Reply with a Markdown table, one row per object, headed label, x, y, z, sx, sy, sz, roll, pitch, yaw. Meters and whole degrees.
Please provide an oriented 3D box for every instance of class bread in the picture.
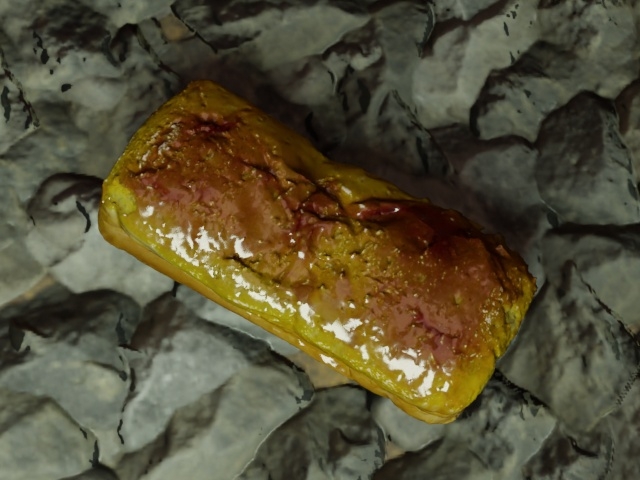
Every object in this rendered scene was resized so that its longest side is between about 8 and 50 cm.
| label | x | y | z | sx | sy | sz | roll | pitch | yaw |
| --- | --- | --- | --- | --- | --- | --- | --- | --- | --- |
| bread | 0.000 | 0.001 | 0.915 | 0.271 | 0.077 | 0.139 | 31 | 65 | 6 |
